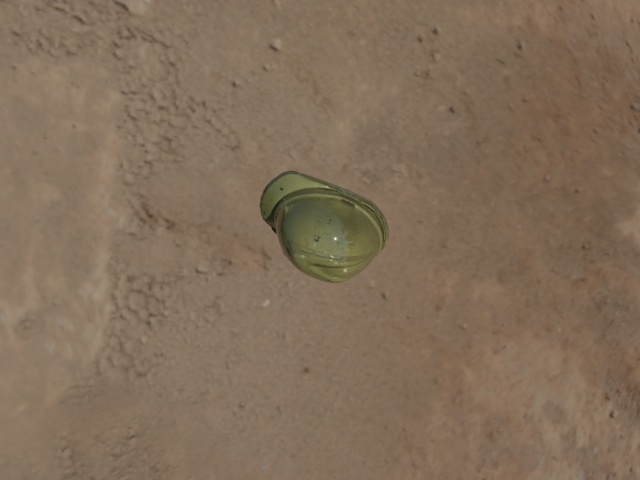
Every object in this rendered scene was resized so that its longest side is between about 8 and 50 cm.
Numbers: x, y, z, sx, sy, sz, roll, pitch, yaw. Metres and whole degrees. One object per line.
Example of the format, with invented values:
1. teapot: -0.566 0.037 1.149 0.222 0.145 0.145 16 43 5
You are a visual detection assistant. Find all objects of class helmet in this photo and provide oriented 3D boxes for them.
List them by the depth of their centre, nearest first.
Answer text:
1. helmet: -0.004 0.001 1.707 0.258 0.137 0.204 22 135 -6
